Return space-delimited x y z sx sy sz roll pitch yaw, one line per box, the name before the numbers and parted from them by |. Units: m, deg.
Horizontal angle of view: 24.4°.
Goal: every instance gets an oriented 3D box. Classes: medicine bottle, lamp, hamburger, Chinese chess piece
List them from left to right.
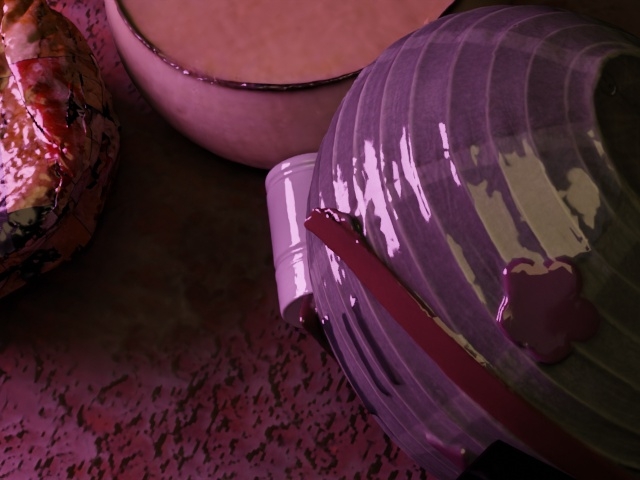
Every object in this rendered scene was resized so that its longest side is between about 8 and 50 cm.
hamburger | -0.226 -0.048 0.873 0.231 0.107 0.231 -3 67 8
Chinese chess piece | -0.008 -0.162 0.901 0.249 0.103 0.250 -3 63 7
medicine bottle | 0.000 0.000 0.844 0.057 0.057 0.089 -9 62 3
lamp | 0.108 0.017 0.734 0.265 0.233 0.233 44 76 6

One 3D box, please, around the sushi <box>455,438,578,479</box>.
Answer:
sushi | 0.095 0.251 0.576 0.215 0.212 0.227 26 114 17
